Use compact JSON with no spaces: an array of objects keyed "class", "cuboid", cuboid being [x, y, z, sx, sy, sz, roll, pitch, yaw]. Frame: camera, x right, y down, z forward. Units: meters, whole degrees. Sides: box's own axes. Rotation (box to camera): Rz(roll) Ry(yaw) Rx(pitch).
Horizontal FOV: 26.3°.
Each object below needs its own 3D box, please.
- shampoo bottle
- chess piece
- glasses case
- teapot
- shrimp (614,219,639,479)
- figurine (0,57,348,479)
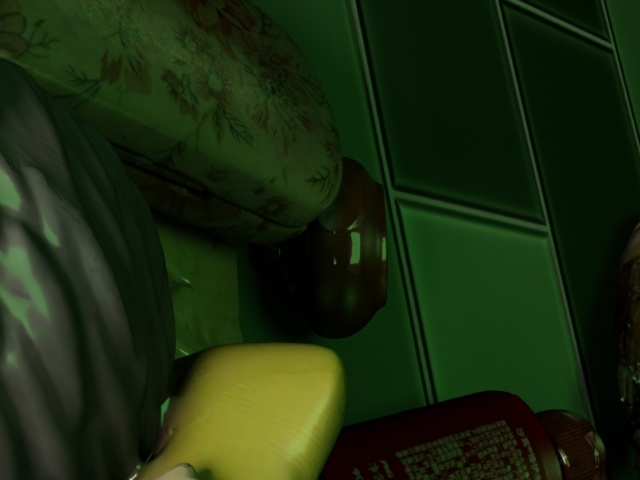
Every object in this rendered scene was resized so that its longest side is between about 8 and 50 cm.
[{"class":"shampoo bottle","cuboid":[0.078,0.159,0.846,0.314,0.076,0.118,-5,75,-54]},{"class":"chess piece","cuboid":[-0.078,0.066,0.704,0.090,0.090,0.200,36,35,-36]},{"class":"glasses case","cuboid":[-0.146,-0.115,0.673,0.425,0.098,0.157,24,40,-44]},{"class":"teapot","cuboid":[0.000,0.000,0.840,0.098,0.078,0.129,90,-1,-48]},{"class":"shrimp","cuboid":[0.324,0.119,1.201,0.233,0.071,0.365,56,32,-24]},{"class":"figurine","cuboid":[-0.217,0.052,0.376,0.377,0.266,0.361,45,33,-22]}]
